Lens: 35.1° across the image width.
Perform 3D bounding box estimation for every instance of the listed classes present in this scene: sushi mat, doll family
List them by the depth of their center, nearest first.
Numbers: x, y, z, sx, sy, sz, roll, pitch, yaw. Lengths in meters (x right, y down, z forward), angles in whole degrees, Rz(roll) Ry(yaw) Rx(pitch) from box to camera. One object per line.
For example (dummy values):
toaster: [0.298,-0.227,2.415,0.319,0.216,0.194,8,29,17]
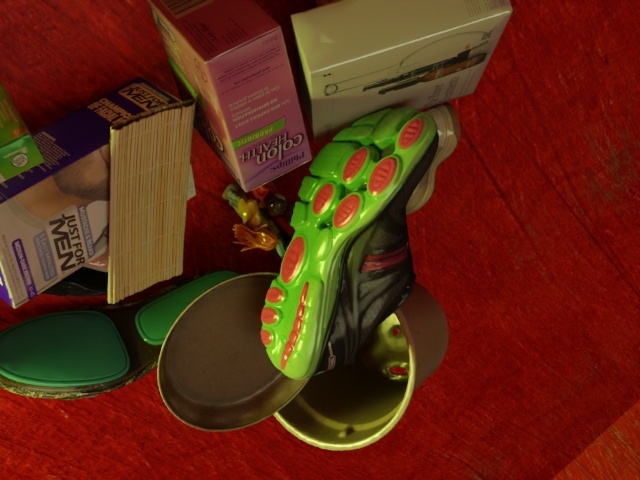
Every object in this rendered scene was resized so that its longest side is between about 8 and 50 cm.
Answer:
sushi mat: [-0.251,-0.054,1.493,0.151,0.019,0.316,-27,139,-39]
doll family: [-0.079,-0.014,1.732,0.118,0.163,0.263,-42,139,3]

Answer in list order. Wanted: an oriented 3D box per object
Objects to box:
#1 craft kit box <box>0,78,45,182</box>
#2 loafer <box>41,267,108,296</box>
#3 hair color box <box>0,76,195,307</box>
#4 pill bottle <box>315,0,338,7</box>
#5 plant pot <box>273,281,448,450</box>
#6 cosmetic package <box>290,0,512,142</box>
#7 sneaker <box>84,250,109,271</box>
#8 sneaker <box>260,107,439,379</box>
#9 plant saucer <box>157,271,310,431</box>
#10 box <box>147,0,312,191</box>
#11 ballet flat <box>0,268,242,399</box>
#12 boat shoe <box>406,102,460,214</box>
craft kit box: [-0.499,-0.127,1.264,0.247,0.250,0.061,-30,138,-9]
loafer: [-0.413,0.064,1.649,0.170,0.062,0.061,17,137,-40]
hair color box: [-0.347,-0.074,1.460,0.339,0.110,0.185,-37,143,-32]
pill bottle: [0.128,-0.388,1.569,0.246,0.136,0.136,-14,133,-26]
plant pot: [0.089,0.197,1.924,0.333,0.334,0.305,-58,158,20]
cosmetic package: [0.108,-0.270,1.503,0.285,0.097,0.377,-16,172,-1]
sneaker: [-0.356,0.008,1.636,0.134,0.051,0.070,10,125,-36]
sneaker: [0.063,0.004,1.641,0.202,0.185,0.482,8,116,-42]
plant saucer: [-0.138,0.184,1.728,0.311,0.050,0.310,-14,121,-25]
box: [-0.131,-0.235,1.460,0.117,0.213,0.243,-29,138,-12]
ballet flat: [-0.335,0.184,1.749,0.483,0.164,0.182,-17,155,-26]
boat shoe: [0.152,-0.137,1.793,0.098,0.109,0.302,-11,158,-19]
